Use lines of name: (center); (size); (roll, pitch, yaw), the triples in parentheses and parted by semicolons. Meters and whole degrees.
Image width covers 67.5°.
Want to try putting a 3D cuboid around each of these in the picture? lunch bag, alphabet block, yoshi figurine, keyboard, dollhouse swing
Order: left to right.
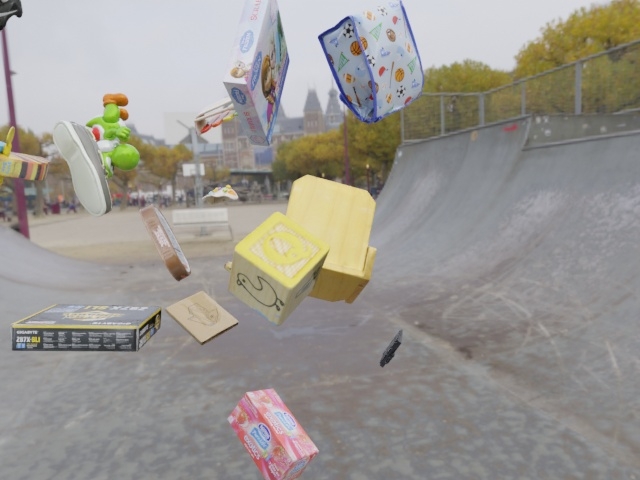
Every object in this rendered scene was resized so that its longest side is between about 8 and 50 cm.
yoshi figurine: (-0.831, -0.421, 1.991); (0.203, 0.361, 0.204); (-16, -26, 26)
alphabet block: (-0.116, 0.077, 1.303); (0.193, 0.197, 0.193); (32, 49, 11)
dollhouse swing: (0.000, 0.000, 1.684); (0.347, 0.304, 0.315); (14, -31, -7)
lunch bag: (0.217, -0.681, 1.871); (0.328, 0.385, 0.239); (-35, 17, -32)
keyboard: (0.286, 0.449, 1.953); (0.023, 0.180, 0.108); (23, 39, -1)

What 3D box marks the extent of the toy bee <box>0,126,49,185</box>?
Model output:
toy bee: (-0.870, -0.195, 1.259); (0.299, 0.195, 0.162); (-16, 33, -36)

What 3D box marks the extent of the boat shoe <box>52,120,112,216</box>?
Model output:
boat shoe: (-0.673, -0.211, 1.398); (0.109, 0.304, 0.091); (-30, -7, 27)

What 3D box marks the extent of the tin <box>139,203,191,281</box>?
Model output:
tin: (-0.351, 0.003, 1.088); (0.040, 0.189, 0.106); (-29, -8, -3)

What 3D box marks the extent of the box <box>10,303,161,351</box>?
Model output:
box: (-0.646, 0.245, 1.365); (0.323, 0.079, 0.257); (2, 2, -5)

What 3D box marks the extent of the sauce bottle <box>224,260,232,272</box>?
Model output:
sauce bottle: (-0.347, 0.128, 1.990); (0.128, 0.042, 0.042); (26, 23, 34)

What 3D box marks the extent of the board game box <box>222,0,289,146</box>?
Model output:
board game box: (-0.168, -0.483, 1.352); (0.066, 0.318, 0.318); (9, -16, 7)

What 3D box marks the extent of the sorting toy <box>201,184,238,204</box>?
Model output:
sorting toy: (-0.282, -0.121, 1.300); (0.083, 0.044, 0.075); (-10, 9, 27)

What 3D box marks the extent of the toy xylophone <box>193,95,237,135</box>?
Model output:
toy xylophone: (-0.378, -0.511, 1.911); (0.323, 0.081, 0.236); (-14, 29, 24)

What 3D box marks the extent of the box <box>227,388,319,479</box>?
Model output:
box: (-0.170, 0.690, 1.699); (0.300, 0.142, 0.154); (44, 17, 33)

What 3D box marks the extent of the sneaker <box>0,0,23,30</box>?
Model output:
sneaker: (-0.815, -0.529, 1.135); (0.234, 0.078, 0.106); (-41, -21, -24)

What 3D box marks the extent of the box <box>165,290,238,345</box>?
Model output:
box: (-0.415, 0.267, 1.679); (0.201, 0.021, 0.164); (34, 37, 26)
